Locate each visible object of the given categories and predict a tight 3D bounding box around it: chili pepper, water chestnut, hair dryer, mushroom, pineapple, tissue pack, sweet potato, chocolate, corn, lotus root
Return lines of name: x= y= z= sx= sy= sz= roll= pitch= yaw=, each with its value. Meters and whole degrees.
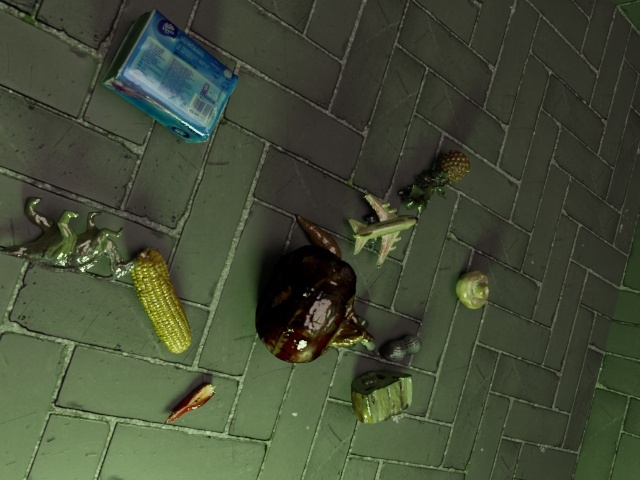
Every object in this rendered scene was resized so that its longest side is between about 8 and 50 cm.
chili pepper: x=-0.353 y=0.444 z=1.676 sx=0.178 sy=0.027 sz=0.045 roll=-37 pitch=111 yaw=-29
water chestnut: x=-0.008 y=0.201 z=1.730 sx=0.346 sy=0.335 sz=0.335 roll=29 pitch=75 yaw=1
hair dryer: x=0.146 y=0.336 z=2.035 sx=0.100 sy=0.057 sz=0.198 roll=-56 pitch=129 yaw=-17
mushroom: x=0.570 y=0.181 z=2.299 sx=0.148 sy=0.112 sz=0.148 roll=-13 pitch=109 yaw=-42
pineapple: x=0.396 y=-0.207 z=2.125 sx=0.277 sy=0.119 sz=0.130 roll=-42 pitch=137 yaw=-24
tissue pack: x=-0.362 y=-0.389 z=1.502 sx=0.263 sy=0.146 sz=0.198 roll=33 pitch=74 yaw=-34
sweet potato: x=0.004 y=-0.002 z=1.881 sx=0.068 sy=0.068 sz=0.226 roll=-44 pitch=106 yaw=-25
chocolate: x=0.280 y=0.372 z=2.126 sx=0.166 sy=0.072 sz=0.072 roll=-13 pitch=103 yaw=-38
corn: x=-0.404 y=0.158 z=1.568 sx=0.101 sy=0.101 sz=0.292 roll=-30 pitch=117 yaw=-31
lotus root: x=0.193 y=0.509 z=2.034 sx=0.234 sy=0.138 sz=0.119 roll=-8 pitch=105 yaw=-37

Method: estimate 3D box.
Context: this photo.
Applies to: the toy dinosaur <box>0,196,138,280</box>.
toy dinosaur: x=-0.565 y=0.006 z=1.414 sx=0.293 sy=0.077 sz=0.162 roll=14 pitch=101 yaw=-13

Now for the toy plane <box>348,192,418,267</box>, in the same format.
toy plane: x=0.207 y=-0.043 z=2.002 sx=0.256 sy=0.104 sz=0.242 roll=-18 pitch=103 yaw=-35
